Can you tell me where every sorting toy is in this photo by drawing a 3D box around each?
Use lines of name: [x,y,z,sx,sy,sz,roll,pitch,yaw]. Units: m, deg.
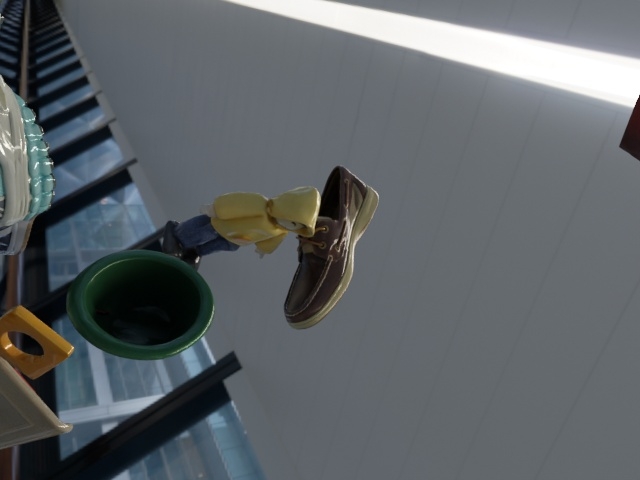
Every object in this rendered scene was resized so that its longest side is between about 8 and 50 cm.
sorting toy: [-0.372,0.143,0.525,0.196,0.348,0.047,61,22,-26]

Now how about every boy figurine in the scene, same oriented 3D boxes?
boy figurine: [-0.125,-0.019,0.893,0.285,0.177,0.092,-13,-124,19]

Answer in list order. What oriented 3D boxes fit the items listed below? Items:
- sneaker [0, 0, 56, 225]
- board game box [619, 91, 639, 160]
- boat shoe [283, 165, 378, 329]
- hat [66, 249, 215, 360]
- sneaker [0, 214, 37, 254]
sneaker: [-0.272,-0.125,0.317,0.110,0.122,0.282,7,-59,33]
board game box: [0.301,-0.041,0.279,0.145,0.027,0.281,80,-16,-45]
boat shoe: [0.000,0.000,0.962,0.123,0.123,0.342,-8,-134,48]
hat: [-0.248,0.130,0.696,0.173,0.208,0.183,32,-56,4]
sneaker: [-0.450,-0.048,0.644,0.282,0.153,0.099,-26,-110,50]
